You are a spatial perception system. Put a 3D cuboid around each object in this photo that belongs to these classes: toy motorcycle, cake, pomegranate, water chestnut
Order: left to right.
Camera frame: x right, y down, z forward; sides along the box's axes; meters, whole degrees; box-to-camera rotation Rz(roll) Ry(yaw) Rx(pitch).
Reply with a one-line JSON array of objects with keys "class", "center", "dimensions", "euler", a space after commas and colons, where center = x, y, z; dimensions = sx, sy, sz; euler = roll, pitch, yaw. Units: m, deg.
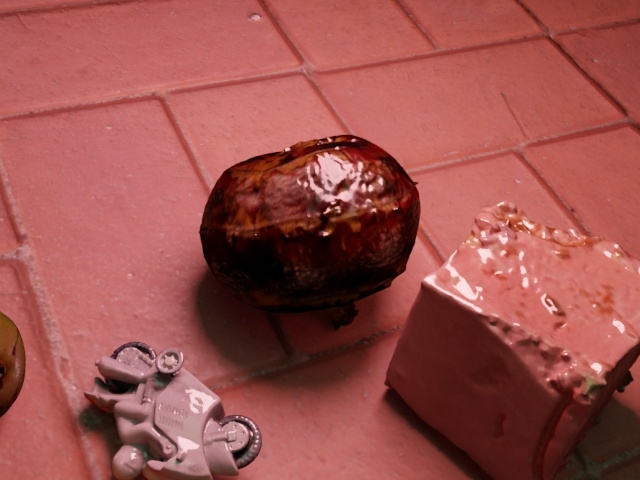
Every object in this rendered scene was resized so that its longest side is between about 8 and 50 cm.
[{"class": "pomegranate", "center": [-0.492, 0.155, 1.036], "dimensions": [0.210, 0.179, 0.179], "euler": [13, 48, -1]}, {"class": "toy motorcycle", "center": [-0.213, 0.247, 1.074], "dimensions": [0.260, 0.110, 0.171], "euler": [31, 61, 21]}, {"class": "water chestnut", "center": [0.000, 0.000, 1.230], "dimensions": [0.350, 0.302, 0.350], "euler": [-13, 15, 4]}, {"class": "cake", "center": [0.295, 0.136, 1.164], "dimensions": [0.314, 0.293, 0.306], "euler": [34, 48, 25]}]
